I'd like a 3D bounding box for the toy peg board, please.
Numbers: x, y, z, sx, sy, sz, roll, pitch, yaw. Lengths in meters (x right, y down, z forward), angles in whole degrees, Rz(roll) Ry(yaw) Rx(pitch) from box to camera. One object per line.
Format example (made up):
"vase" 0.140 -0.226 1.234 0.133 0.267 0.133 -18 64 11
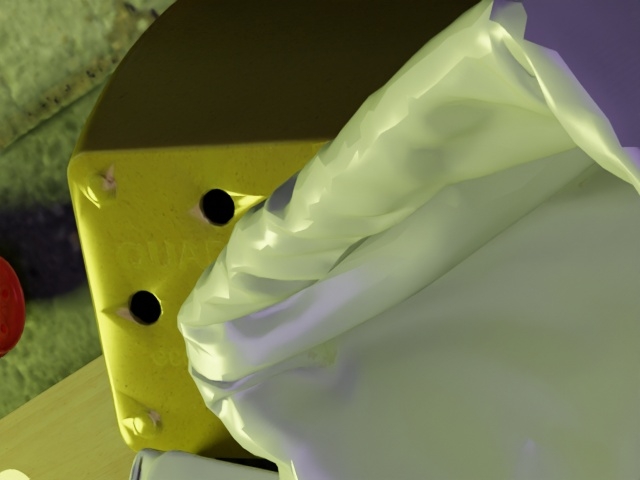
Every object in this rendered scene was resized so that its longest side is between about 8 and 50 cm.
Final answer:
"toy peg board" -0.101 0.152 1.037 0.161 0.079 0.160 -32 78 30

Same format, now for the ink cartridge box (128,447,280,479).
"ink cartridge box" 0.042 0.187 0.853 0.198 0.273 0.114 8 77 22

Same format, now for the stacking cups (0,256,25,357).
"stacking cups" -0.322 0.059 1.080 0.316 0.096 0.096 -11 104 28

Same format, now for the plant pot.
"plant pot" 0.000 0.000 0.859 0.212 0.187 0.212 -1 109 25

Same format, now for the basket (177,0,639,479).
"basket" 0.175 0.046 0.577 0.331 0.266 0.328 52 156 2
